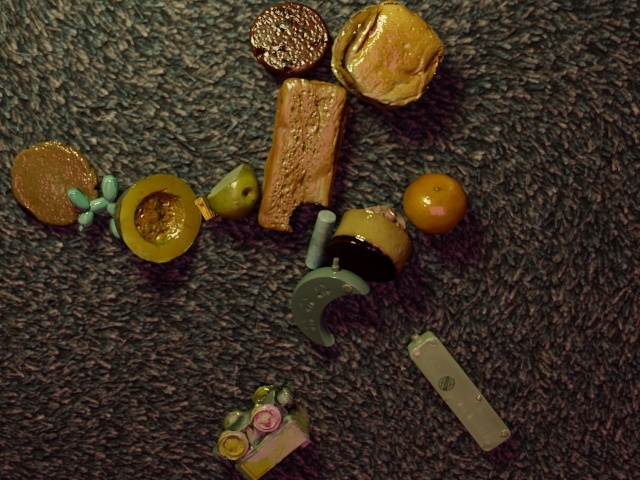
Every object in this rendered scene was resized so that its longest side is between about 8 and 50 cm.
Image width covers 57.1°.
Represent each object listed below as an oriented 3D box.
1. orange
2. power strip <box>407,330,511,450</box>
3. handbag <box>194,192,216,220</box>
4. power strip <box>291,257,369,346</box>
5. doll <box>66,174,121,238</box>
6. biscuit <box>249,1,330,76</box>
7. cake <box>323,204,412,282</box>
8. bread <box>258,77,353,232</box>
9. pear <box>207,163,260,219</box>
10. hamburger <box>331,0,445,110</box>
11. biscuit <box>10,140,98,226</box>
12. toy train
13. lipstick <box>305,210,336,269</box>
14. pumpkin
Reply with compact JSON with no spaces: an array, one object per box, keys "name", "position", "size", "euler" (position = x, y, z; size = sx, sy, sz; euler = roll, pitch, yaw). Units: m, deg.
[{"name":"orange","position":[0.279,-0.086,1.439],"size":[0.158,0.159,0.136],"euler":[-5,144,1]},{"name":"power strip","position":[0.362,0.393,1.567],"size":[0.091,0.062,0.385],"euler":[-37,99,7]},{"name":"handbag","position":[-0.285,-0.083,1.468],"size":[0.027,0.083,0.061],"euler":[-26,102,6]},{"name":"power strip","position":[0.014,0.149,1.484],"size":[0.167,0.054,0.253],"euler":[28,123,1]},{"name":"doll","position":[-0.531,-0.078,1.464],"size":[0.159,0.059,0.159],"euler":[-19,116,-24]},{"name":"biscuit","position":[-0.073,-0.478,1.397],"size":[0.192,0.049,0.192],"euler":[1,84,-6]},{"name":"cake","position":[0.129,-0.015,1.442],"size":[0.207,0.185,0.178],"euler":[21,64,-2]},{"name":"bread","position":[-0.039,-0.199,1.437],"size":[0.185,0.109,0.381],"euler":[10,102,-9]},{"name":"pear","position":[-0.202,-0.110,1.442],"size":[0.141,0.141,0.104],"euler":[-37,114,7]},{"name":"hamburger","position":[0.150,-0.427,1.367],"size":[0.244,0.163,0.245],"euler":[-1,99,-7]},{"name":"biscuit","position":[-0.666,-0.142,1.479],"size":[0.225,0.042,0.226],"euler":[0,101,0]},{"name":"toy train","position":[-0.153,0.509,1.553],"size":[0.261,0.134,0.177],"euler":[-40,98,7]},{"name":"lipstick","position":[0.000,0.000,1.468],"size":[0.048,0.048,0.158],"euler":[14,128,-2]},{"name":"pumpkin","position":[-0.417,-0.060,1.452],"size":[0.110,0.217,0.217],"euler":[11,104,40]}]
